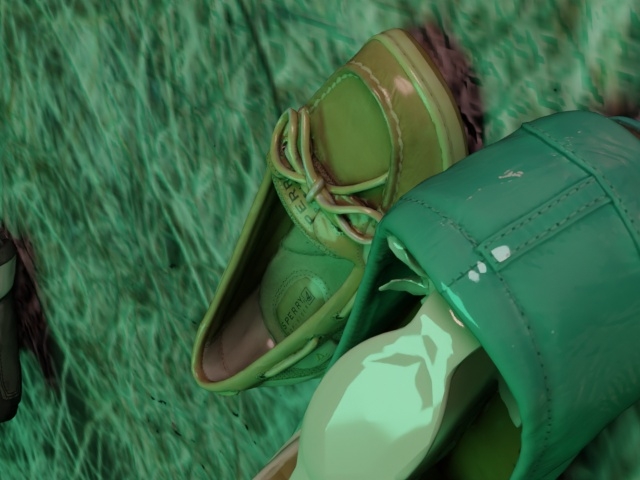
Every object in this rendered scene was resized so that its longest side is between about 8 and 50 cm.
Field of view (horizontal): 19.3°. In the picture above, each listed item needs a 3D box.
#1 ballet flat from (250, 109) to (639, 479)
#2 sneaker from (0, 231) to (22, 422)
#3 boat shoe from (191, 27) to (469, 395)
[{"bbox_3d":[0.020,0.056,0.507,0.083,0.087,0.247,55,150,22],"label":"ballet flat"},{"bbox_3d":[-0.207,0.037,0.901,0.234,0.078,0.106,14,119,54],"label":"sneaker"},{"bbox_3d":[-0.001,-0.001,0.545,0.056,0.048,0.153,58,151,18],"label":"boat shoe"}]
